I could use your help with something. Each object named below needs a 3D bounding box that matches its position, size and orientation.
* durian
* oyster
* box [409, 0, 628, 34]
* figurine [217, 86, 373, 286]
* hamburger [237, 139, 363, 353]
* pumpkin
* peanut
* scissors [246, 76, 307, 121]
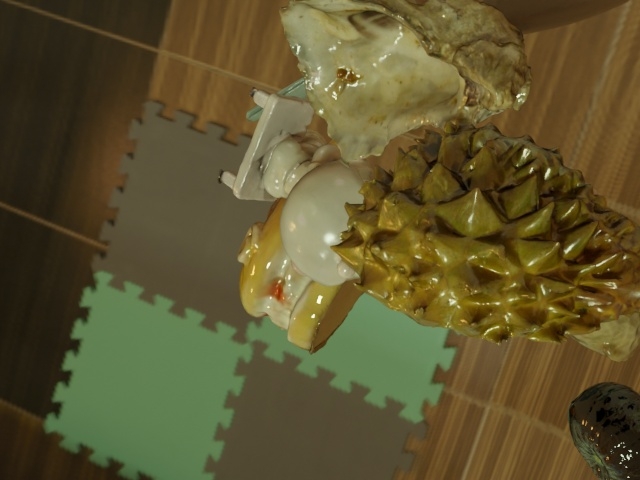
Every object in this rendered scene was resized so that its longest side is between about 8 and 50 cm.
[{"bbox_3d":[0.110,-0.007,0.546,0.224,0.140,0.078,14,120,25],"label":"durian"},{"bbox_3d":[0.077,-0.152,0.919,0.232,0.107,0.162,10,137,38],"label":"oyster"},{"bbox_3d":[0.223,-0.364,1.149,0.216,0.301,0.301,-5,95,-16],"label":"box"},{"bbox_3d":[0.000,-0.051,1.188,0.182,0.144,0.257,-50,47,8],"label":"figurine"},{"bbox_3d":[0.000,0.000,1.607,0.186,0.261,0.303,37,105,9],"label":"hamburger"},{"bbox_3d":[0.503,0.327,1.786,0.140,0.202,0.202,-35,82,-11],"label":"pumpkin"},{"bbox_3d":[0.336,0.026,1.433,0.120,0.136,0.298,-32,85,55],"label":"peanut"},{"bbox_3d":[0.051,-0.325,1.995,0.447,0.192,0.029,-25,46,19],"label":"scissors"}]
